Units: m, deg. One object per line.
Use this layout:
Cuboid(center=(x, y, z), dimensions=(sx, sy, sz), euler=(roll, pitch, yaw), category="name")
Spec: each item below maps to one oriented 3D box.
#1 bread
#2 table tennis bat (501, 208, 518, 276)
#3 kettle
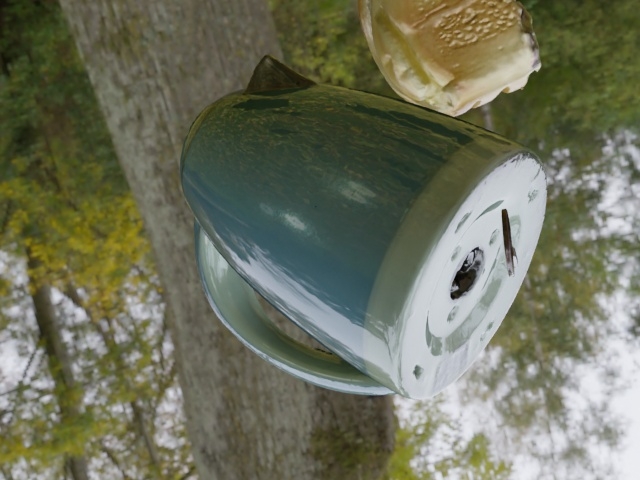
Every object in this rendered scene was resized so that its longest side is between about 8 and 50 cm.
Cuboid(center=(0.216, -0.371, 1.637), dimensions=(0.270, 0.316, 0.211), euler=(-27, -176, 9), category="bread")
Cuboid(center=(0.143, 0.006, 0.714), dimensions=(0.007, 0.050, 0.083), euler=(-7, 161, 14), category="table tennis bat")
Cuboid(center=(0.000, 0.000, 0.924), dimensions=(0.342, 0.320, 0.247), euler=(27, -154, 29), category="kettle")
